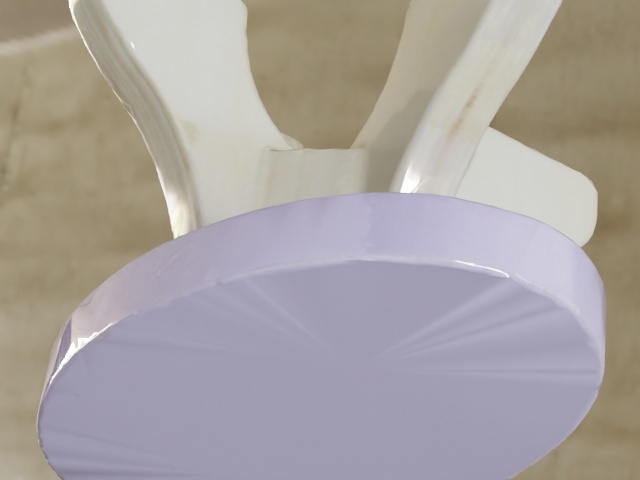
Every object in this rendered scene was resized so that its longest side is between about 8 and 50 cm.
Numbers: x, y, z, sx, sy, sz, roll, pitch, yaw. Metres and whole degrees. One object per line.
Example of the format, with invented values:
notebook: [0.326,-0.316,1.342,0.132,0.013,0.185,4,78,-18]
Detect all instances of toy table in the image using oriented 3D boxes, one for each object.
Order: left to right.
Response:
toy table: [0.000,0.000,0.700,0.274,0.161,0.252,-22,-42,41]
